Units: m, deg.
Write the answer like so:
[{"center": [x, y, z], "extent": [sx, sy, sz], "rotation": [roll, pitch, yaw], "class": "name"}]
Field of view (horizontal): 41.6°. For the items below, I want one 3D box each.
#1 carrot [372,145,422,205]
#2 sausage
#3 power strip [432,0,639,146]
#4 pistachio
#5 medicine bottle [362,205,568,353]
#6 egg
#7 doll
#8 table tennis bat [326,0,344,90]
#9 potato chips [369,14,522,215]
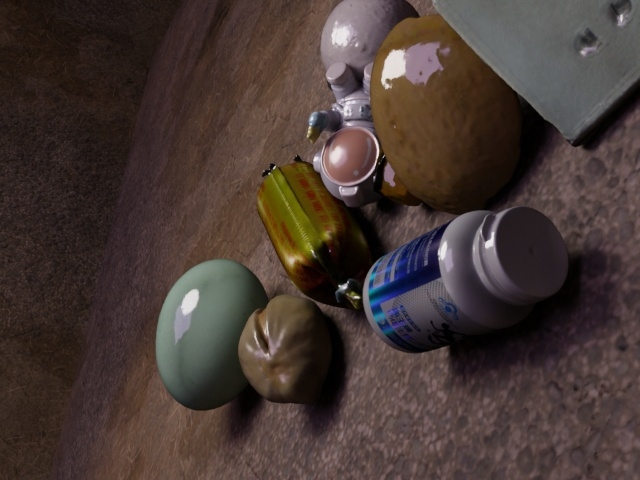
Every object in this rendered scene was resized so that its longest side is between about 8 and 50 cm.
[{"center": [0.116, -0.126, 0.976], "extent": [0.082, 0.082, 0.173], "rotation": [6, 76, 68], "class": "carrot"}, {"center": [0.000, -0.002, 1.084], "extent": [0.317, 0.117, 0.125], "rotation": [-122, 14, -61], "class": "sausage"}, {"center": [0.225, -0.219, 0.741], "extent": [0.213, 0.065, 0.198], "rotation": [51, 130, 13], "class": "power strip"}, {"center": [-0.041, 0.136, 1.078], "extent": [0.124, 0.125, 0.185], "rotation": [-60, 7, 22], "class": "pistachio"}, {"center": [0.128, 0.036, 0.765], "extent": [0.191, 0.107, 0.106], "rotation": [-31, 43, 57], "class": "medicine bottle"}, {"center": [-0.162, 0.141, 1.266], "extent": [0.168, 0.168, 0.230], "rotation": [-12, 62, 65], "class": "egg"}, {"center": [0.060, -0.177, 1.095], "extent": [0.151, 0.151, 0.287], "rotation": [-22, 57, 61], "class": "doll"}, {"center": [0.047, -0.359, 1.430], "extent": [0.138, 0.022, 0.246], "rotation": [-45, 33, 45], "class": "table tennis bat"}, {"center": [0.112, -0.123, 0.860], "extent": [0.195, 0.062, 0.208], "rotation": [12, 114, 45], "class": "potato chips"}]
